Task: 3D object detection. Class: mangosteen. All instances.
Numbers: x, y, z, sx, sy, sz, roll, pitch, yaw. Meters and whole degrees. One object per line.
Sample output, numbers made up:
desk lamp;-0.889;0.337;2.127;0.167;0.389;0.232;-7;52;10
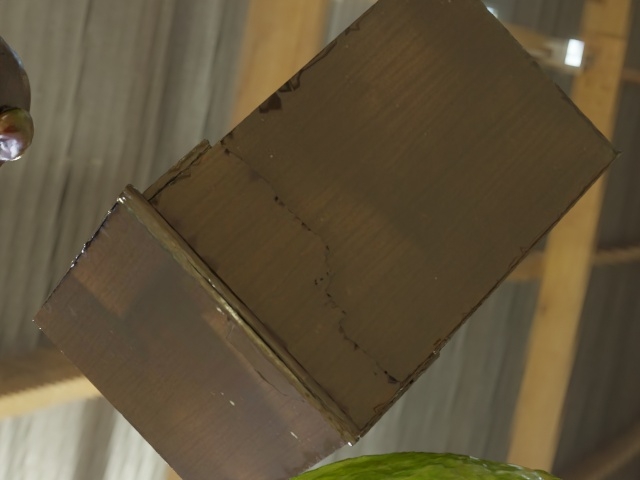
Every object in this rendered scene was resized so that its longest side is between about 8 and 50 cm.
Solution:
mangosteen;-0.298;-0.099;1.349;0.152;0.152;0.152;14;-90;-70

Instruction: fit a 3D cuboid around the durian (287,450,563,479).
durian;0.045;0.144;0.601;0.101;0.250;0.139;-32;-71;-55

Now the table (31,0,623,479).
table;0.000;0.000;1.109;0.282;0.196;0.250;-43;-1;-28
